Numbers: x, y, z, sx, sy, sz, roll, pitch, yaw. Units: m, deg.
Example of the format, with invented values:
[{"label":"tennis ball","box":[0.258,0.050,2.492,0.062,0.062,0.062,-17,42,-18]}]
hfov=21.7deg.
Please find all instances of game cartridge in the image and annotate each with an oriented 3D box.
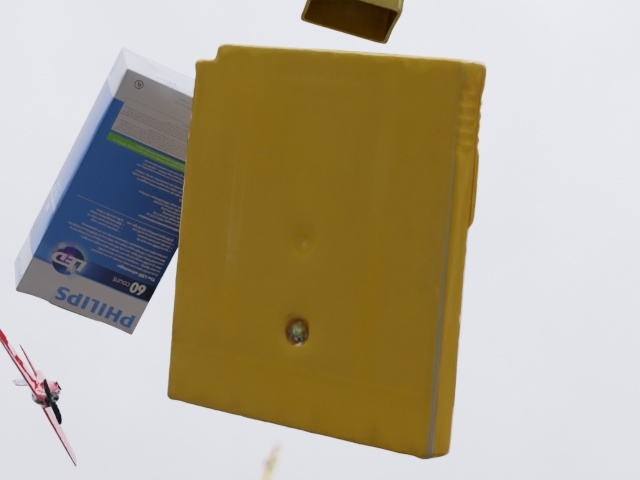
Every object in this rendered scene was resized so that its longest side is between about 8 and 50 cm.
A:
[{"label":"game cartridge","box":[0.000,0.000,1.414,0.285,0.324,0.052,9,5,36]}]

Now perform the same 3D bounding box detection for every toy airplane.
[{"label":"toy airplane","box":[-0.257,0.137,1.538,0.151,0.028,0.151,52,-16,22]}]

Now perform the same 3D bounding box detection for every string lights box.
[{"label":"string lights box","box":[-0.196,-0.047,1.690,0.133,0.077,0.260,24,-73,-21]}]

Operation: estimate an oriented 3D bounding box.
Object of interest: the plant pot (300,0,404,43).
[{"label":"plant pot","box":[0.035,-0.233,1.460,0.081,0.083,0.081,16,-15,-4]}]
